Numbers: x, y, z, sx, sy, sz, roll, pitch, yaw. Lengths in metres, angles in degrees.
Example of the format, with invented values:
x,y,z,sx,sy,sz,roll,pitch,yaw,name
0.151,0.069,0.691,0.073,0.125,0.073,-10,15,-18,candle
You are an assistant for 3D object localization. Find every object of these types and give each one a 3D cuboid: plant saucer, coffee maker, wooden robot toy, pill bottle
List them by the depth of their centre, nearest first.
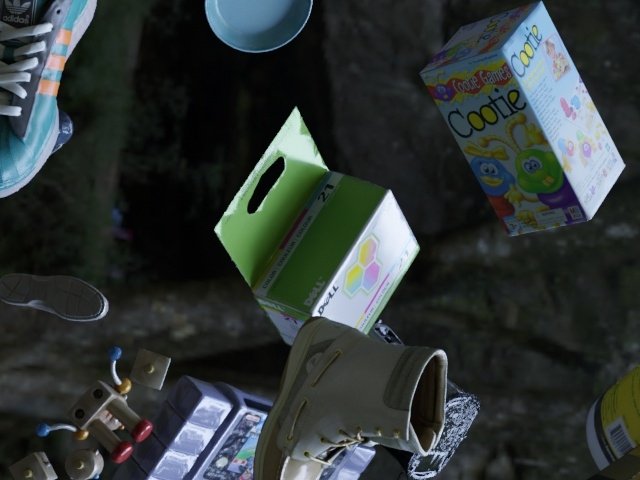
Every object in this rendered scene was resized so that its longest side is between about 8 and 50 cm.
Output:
x,y,z,sx,sy,sz,roll,pitch,yaw,name
-0.192,0.165,1.291,0.173,0.076,0.079,-47,170,-2,wooden robot toy
-0.069,-0.265,1.583,0.021,0.119,0.119,-112,-145,-57,plant saucer
0.083,0.215,1.829,0.171,0.120,0.178,-48,-125,-8,coffee maker
0.517,0.202,1.887,0.334,0.188,0.188,-49,-147,40,pill bottle

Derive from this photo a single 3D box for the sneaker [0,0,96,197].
x,y,z,sx,sy,sz,roll,pitch,yaw,name
-0.299,-0.189,1.412,0.121,0.108,0.302,91,9,-59,sneaker

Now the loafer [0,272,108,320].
x,y,z,sx,sy,sz,roll,pitch,yaw,name
-0.280,0.059,1.535,0.039,0.125,0.045,36,65,-74,loafer

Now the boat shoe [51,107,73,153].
x,y,z,sx,sy,sz,roll,pitch,yaw,name
-0.377,-0.123,1.731,0.254,0.079,0.095,-13,-91,56,boat shoe

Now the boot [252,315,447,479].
x,y,z,sx,sy,sz,roll,pitch,yaw,name
0.030,0.190,1.392,0.165,0.077,0.213,12,-97,37,boot

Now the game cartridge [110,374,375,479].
x,y,z,sx,sy,sz,roll,pitch,yaw,name
-0.096,0.293,1.714,0.230,0.355,0.068,-53,-129,9,game cartridge

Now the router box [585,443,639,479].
x,y,z,sx,sy,sz,roll,pitch,yaw,name
0.326,0.206,0.856,0.309,0.243,0.081,21,-69,31,router box

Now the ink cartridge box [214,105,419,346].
x,y,z,sx,sy,sz,roll,pitch,yaw,name
0.000,0.000,1.685,0.189,0.097,0.255,-57,147,-20,ink cartridge box

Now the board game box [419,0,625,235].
x,y,z,sx,sy,sz,roll,pitch,yaw,name
0.282,-0.166,2.003,0.142,0.275,0.144,-13,-154,42,board game box
